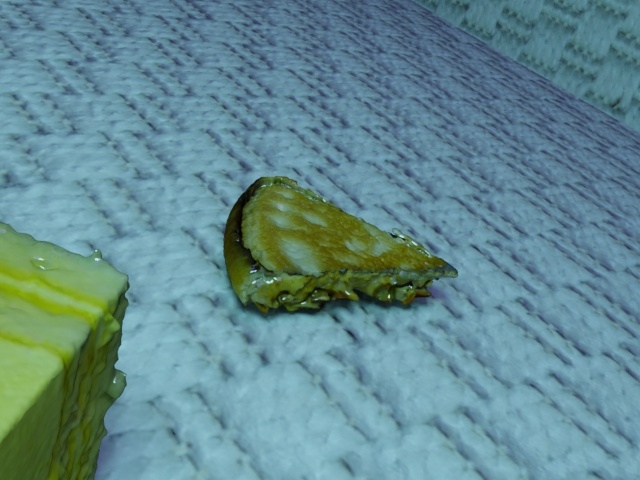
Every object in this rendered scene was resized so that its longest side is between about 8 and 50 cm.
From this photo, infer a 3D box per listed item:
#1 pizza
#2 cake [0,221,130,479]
[{"bbox_3d":[0.000,0.000,0.965,0.288,0.074,0.251,4,34,-28],"label":"pizza"},{"bbox_3d":[-0.268,0.134,0.429,0.228,0.222,0.286,18,29,1],"label":"cake"}]
